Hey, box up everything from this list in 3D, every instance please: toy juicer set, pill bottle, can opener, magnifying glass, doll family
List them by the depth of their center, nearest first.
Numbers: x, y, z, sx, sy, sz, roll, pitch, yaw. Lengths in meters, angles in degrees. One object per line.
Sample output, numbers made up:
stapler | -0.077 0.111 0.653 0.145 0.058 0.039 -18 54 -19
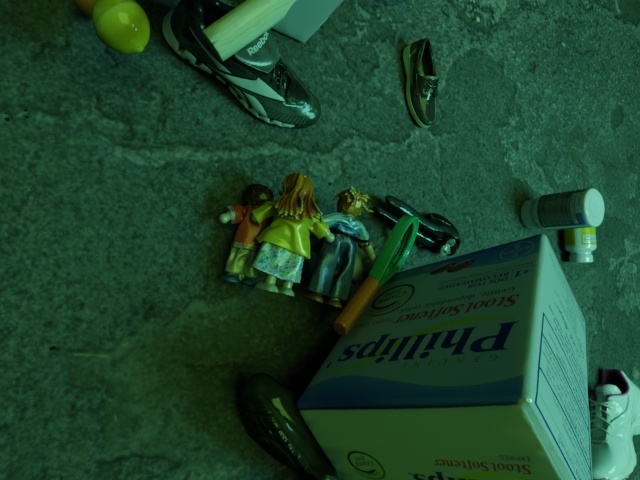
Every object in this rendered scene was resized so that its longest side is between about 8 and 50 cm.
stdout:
toy juicer set | -0.134 -0.273 0.394 0.209 0.328 0.089 -55 151 -15
doll family | 0.000 0.000 0.550 0.262 0.118 0.163 19 80 -31
magnifying glass | 0.088 0.045 0.597 0.231 0.026 0.092 -50 152 -35
can opener | 0.171 -0.022 0.702 0.186 0.073 0.059 20 115 -25
pill bottle | 0.499 -0.061 0.847 0.078 0.137 0.078 2 87 -31
pill bottle | 0.606 -0.007 0.950 0.065 0.065 0.117 0 87 -31

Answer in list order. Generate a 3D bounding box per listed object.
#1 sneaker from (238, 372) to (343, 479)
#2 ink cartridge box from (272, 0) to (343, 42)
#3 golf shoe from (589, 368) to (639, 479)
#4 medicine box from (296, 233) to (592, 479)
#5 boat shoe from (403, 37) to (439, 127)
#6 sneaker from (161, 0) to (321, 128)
sneaker | 0.001 0.261 0.557 0.286 0.109 0.130 55 54 -25
ink cartridge box | -0.008 -0.417 0.552 0.092 0.158 0.218 12 81 -28
golf shoe | 0.656 0.421 0.937 0.306 0.115 0.140 -30 91 -36
medicine box | 0.163 0.150 0.508 0.149 0.263 0.289 60 39 -12
boat shoe | 0.183 -0.280 0.722 0.056 0.049 0.152 -16 95 -31
sneaker | -0.084 -0.227 0.523 0.234 0.106 0.078 31 73 -26
